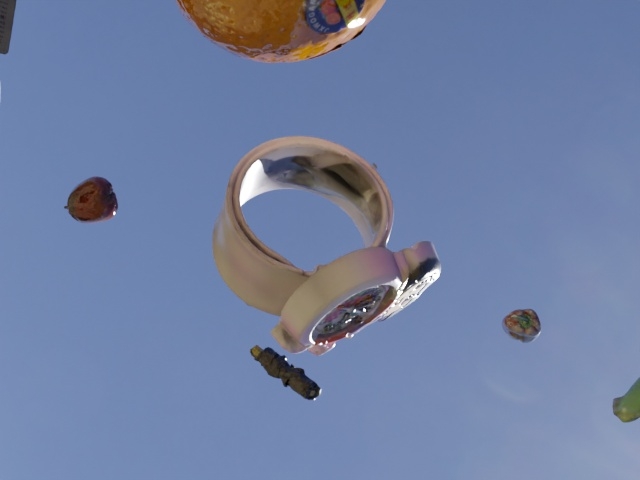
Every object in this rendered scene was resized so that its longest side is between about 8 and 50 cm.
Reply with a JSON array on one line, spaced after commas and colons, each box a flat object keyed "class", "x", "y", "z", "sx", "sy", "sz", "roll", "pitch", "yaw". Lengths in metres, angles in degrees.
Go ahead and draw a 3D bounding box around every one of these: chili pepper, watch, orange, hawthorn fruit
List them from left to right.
[{"class": "hawthorn fruit", "x": -0.345, "y": -0.059, "z": 1.841, "sx": 0.077, "sy": 0.077, "sz": 0.077, "roll": 23, "pitch": -61, "yaw": 49}, {"class": "orange", "x": -0.039, "y": -0.272, "z": 1.156, "sx": 0.219, "sy": 0.219, "sz": 0.193, "roll": 27, "pitch": -24, "yaw": 47}, {"class": "watch", "x": 0.000, "y": 0.000, "z": 1.446, "sx": 0.231, "sy": 0.244, "sz": 0.196, "roll": 54, "pitch": -30, "yaw": 22}, {"class": "chili pepper", "x": 0.267, "y": 0.115, "z": 1.616, "sx": 0.050, "sy": 0.041, "sz": 0.153, "roll": 41, "pitch": -5, "yaw": 11}]

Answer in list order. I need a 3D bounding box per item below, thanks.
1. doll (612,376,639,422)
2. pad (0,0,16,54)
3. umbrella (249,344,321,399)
[{"class": "doll", "x": 0.373, "y": 0.091, "z": 1.016, "sx": 0.236, "sy": 0.213, "sz": 0.213, "roll": 1, "pitch": -76, "yaw": 20}, {"class": "pad", "x": -0.462, "y": -0.315, "z": 1.352, "sx": 0.009, "sy": 0.265, "sz": 0.159, "roll": -33, "pitch": -131, "yaw": 48}, {"class": "umbrella", "x": -0.057, "y": 0.206, "z": 1.922, "sx": 0.144, "sy": 0.040, "sz": 0.037, "roll": 32, "pitch": -57, "yaw": 37}]
